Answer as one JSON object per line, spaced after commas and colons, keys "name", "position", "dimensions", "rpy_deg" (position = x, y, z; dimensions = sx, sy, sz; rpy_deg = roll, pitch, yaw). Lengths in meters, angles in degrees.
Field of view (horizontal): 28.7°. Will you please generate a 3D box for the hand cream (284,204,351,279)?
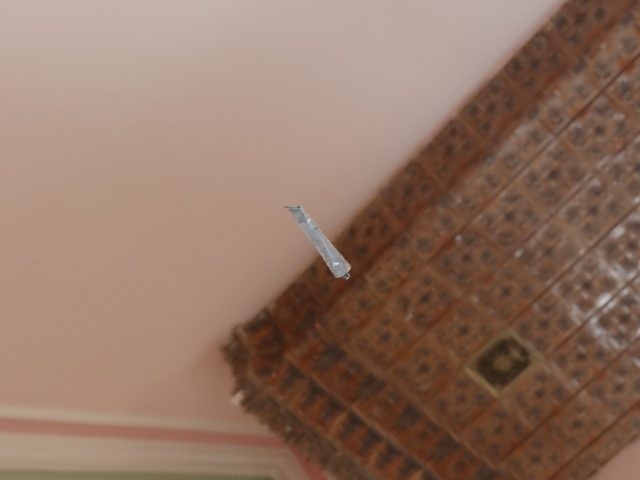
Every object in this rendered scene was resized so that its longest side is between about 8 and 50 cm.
{"name": "hand cream", "position": [0.000, 0.000, 1.221], "dimensions": [0.093, 0.019, 0.030], "rpy_deg": [55, 160, -12]}
